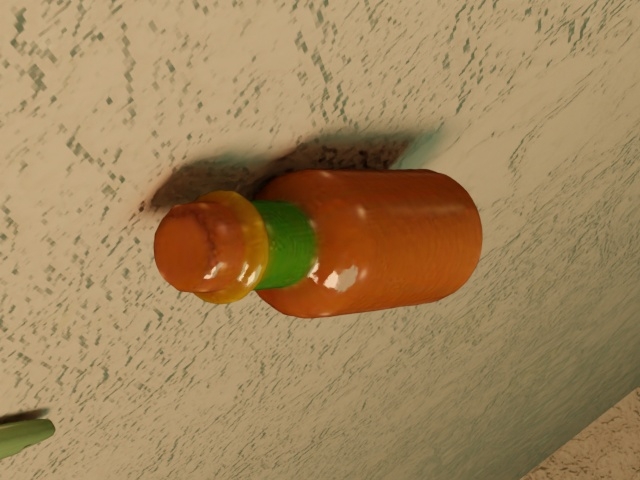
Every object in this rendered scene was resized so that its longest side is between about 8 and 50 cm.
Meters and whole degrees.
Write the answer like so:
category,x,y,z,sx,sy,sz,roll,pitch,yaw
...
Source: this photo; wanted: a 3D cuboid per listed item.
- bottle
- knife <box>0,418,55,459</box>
category,x,y,z,sx,sy,sz,roll,pitch,yaw
bottle,0.000,0.000,0.593,0.069,0.069,0.187,-47,157,24
knife,-0.189,0.101,0.562,0.207,0.014,0.030,-10,146,-52
